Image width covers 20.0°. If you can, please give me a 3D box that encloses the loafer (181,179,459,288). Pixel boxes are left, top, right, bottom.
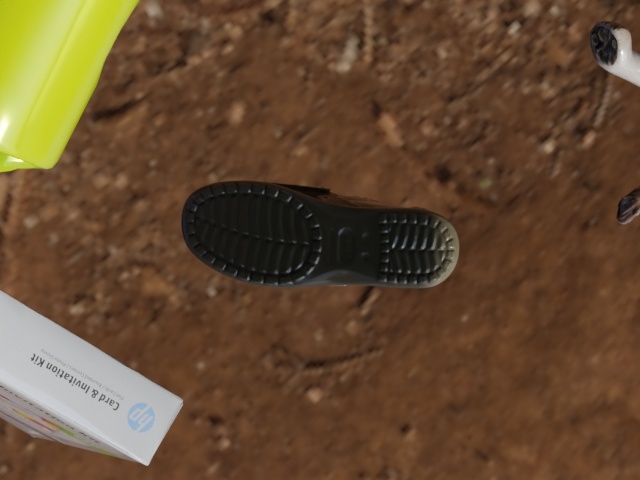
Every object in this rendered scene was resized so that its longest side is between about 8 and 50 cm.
[{"bbox_3d":[0.000,0.000,0.960,0.148,0.050,0.056,10,92,7],"label":"loafer"}]

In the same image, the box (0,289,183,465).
[{"bbox_3d":[-0.162,0.052,0.873,0.145,0.038,0.186,34,164,-21],"label":"box"}]

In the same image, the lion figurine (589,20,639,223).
[{"bbox_3d":[0.309,-0.199,1.192,0.142,0.240,0.392,44,140,39],"label":"lion figurine"}]

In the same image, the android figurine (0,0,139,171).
[{"bbox_3d":[-0.141,-0.114,0.366,0.248,0.273,0.056,28,-179,-19],"label":"android figurine"}]
